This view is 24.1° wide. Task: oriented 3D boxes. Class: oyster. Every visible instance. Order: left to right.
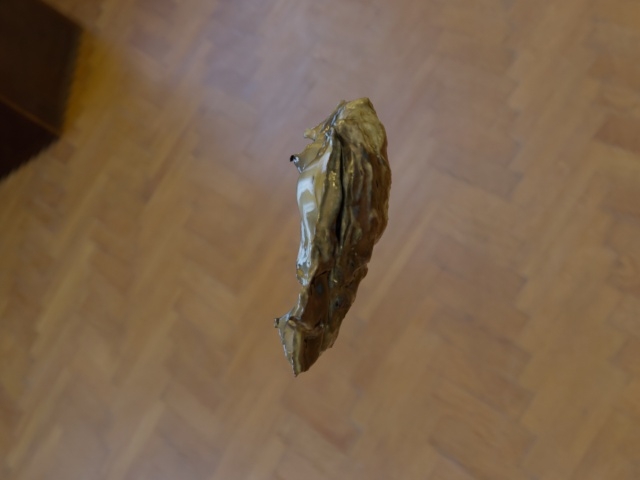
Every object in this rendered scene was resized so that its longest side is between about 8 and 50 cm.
[{"bbox_3d":[0.010,0.004,1.574,0.275,0.100,0.271,-106,36,-62],"label":"oyster"}]
